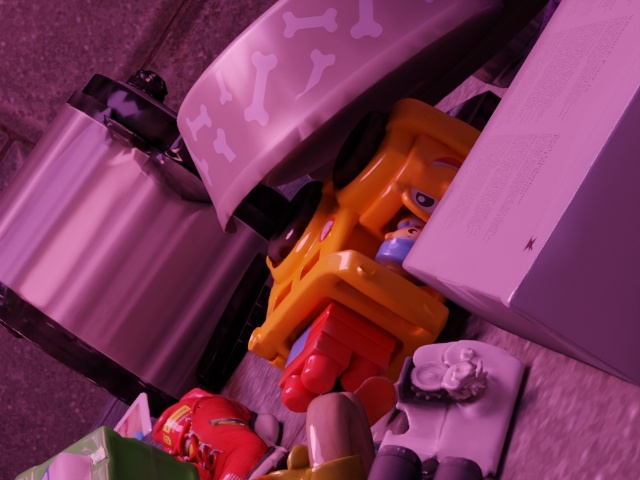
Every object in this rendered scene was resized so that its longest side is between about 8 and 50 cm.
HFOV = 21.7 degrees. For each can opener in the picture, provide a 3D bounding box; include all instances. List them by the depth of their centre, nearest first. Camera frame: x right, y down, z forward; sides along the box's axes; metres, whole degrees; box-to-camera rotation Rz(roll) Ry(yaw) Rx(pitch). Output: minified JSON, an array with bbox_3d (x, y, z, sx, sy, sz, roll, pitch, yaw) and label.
[{"bbox_3d":[0.064,0.165,1.002,0.280,0.074,0.093,-65,-23,-48],"label":"can opener"}]

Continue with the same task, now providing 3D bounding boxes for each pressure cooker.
[{"bbox_3d":[-0.229,-0.022,2.199,0.370,0.375,0.420,30,84,40],"label":"pressure cooker"}]

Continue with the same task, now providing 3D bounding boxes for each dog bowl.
[{"bbox_3d":[0.031,-0.148,1.381,0.349,0.102,0.349,-36,-5,-3],"label":"dog bowl"}]

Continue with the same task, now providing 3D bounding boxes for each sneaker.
[{"bbox_3d":[-0.106,0.207,1.592,0.107,0.118,0.279,-59,8,1],"label":"sneaker"}]

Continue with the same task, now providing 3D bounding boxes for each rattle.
[{"bbox_3d":[-0.016,0.163,1.130,0.143,0.130,0.199,-32,19,12],"label":"rattle"}]

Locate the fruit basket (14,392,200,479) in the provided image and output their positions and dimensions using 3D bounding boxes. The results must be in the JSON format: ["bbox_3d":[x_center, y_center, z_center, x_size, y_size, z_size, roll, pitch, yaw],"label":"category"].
[{"bbox_3d":[-0.245,0.346,1.458,0.353,0.165,0.327,-43,33,20],"label":"fruit basket"}]

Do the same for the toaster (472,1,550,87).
[{"bbox_3d":[0.159,-0.249,1.600,0.129,0.146,0.227,-49,12,50],"label":"toaster"}]

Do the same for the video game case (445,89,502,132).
[{"bbox_3d":[0.084,-0.019,1.572,0.232,0.042,0.210,-60,9,-13],"label":"video game case"}]

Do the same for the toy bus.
[{"bbox_3d":[0.041,0.033,1.268,0.220,0.149,0.211,-49,13,40],"label":"toy bus"}]

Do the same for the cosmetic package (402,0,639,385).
[{"bbox_3d":[0.208,-0.111,1.007,0.377,0.097,0.284,-59,7,-1],"label":"cosmetic package"}]

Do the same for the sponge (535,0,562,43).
[{"bbox_3d":[0.213,-0.249,1.248,0.210,0.031,0.117,103,-168,-50],"label":"sponge"}]
